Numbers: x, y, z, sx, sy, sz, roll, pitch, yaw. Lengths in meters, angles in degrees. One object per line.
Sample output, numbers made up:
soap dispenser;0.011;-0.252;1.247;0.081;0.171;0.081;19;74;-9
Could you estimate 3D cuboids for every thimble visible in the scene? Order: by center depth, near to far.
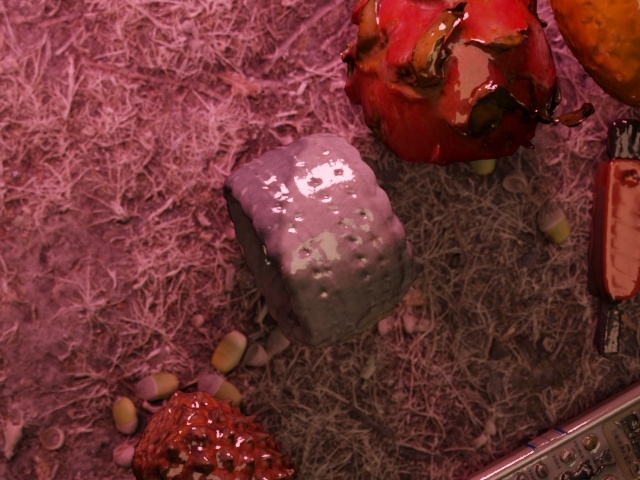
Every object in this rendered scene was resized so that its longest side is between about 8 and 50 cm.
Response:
thimble;0.000;0.000;1.567;0.172;0.205;0.250;-25;84;-13

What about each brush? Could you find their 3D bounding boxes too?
brush;0.401;-0.001;1.719;0.070;0.051;0.323;2;97;-13

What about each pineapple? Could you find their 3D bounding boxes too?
pineapple;-0.068;0.336;1.626;0.361;0.175;0.175;38;89;-22

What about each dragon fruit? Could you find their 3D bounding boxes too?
dragon fruit;0.161;-0.240;1.545;0.250;0.269;0.291;-3;103;-18

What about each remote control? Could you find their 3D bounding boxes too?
remote control;0.352;0.302;1.741;0.335;0.065;0.128;-27;99;-6

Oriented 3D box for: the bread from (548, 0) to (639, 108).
bread;0.413;-0.315;1.521;0.394;0.250;0.361;-22;87;-51
